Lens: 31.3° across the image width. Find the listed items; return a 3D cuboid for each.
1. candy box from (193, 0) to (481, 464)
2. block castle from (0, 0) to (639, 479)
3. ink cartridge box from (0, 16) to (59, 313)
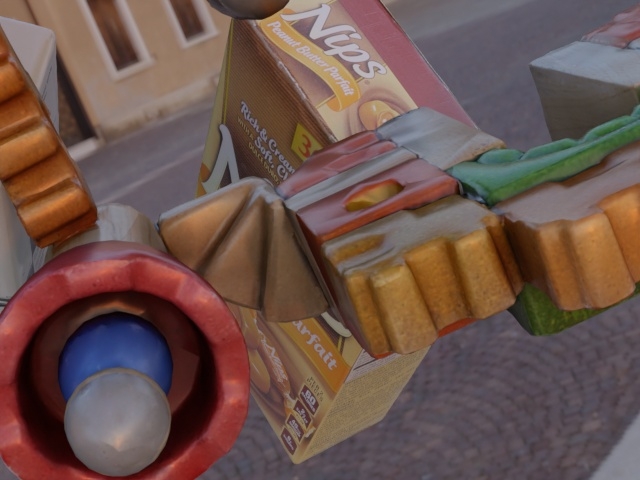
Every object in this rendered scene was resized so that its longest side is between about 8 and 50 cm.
[{"bbox_3d":[0.000,0.000,0.740,0.088,0.183,0.316,-24,-22,-24],"label":"candy box"},{"bbox_3d":[0.052,-0.129,0.385,0.453,0.303,0.213,-25,18,-5],"label":"block castle"},{"bbox_3d":[-0.212,-0.027,0.569,0.208,0.153,0.086,111,171,-59],"label":"ink cartridge box"}]
